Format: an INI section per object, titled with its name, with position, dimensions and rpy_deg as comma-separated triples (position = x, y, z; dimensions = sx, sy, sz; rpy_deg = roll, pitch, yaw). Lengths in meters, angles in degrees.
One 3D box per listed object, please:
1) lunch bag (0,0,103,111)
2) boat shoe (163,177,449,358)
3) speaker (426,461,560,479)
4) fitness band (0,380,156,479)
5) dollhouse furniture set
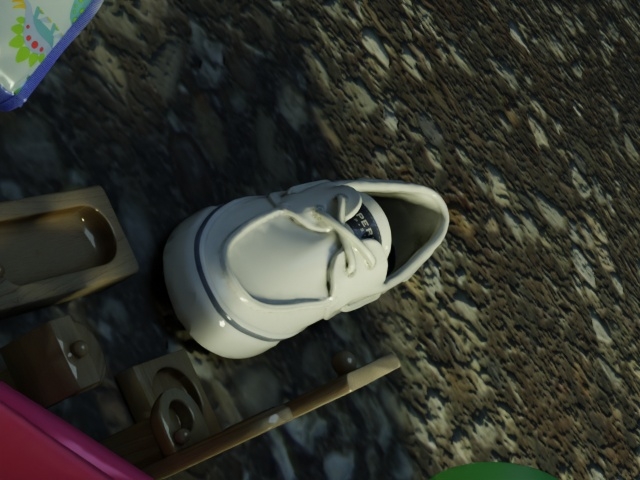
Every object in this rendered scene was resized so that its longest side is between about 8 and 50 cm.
[lunch bag]
position = -0.174, -0.158, 0.735
dimensions = 0.129, 0.096, 0.151
rpy_deg = 43, 48, -37
[boat shoe]
position = 0.000, 0.000, 0.887
dimensions = 0.095, 0.084, 0.258
rpy_deg = 63, 28, 1
[speaker]
position = 0.090, 0.264, 0.768
dimensions = 0.131, 0.131, 0.296
rpy_deg = 45, 32, -29
[fitness band]
position = -0.047, 0.130, 0.550
dimensions = 0.291, 0.054, 0.209
rpy_deg = 32, -6, 15
[dollhouse furniture set]
position = -0.072, 0.030, 0.700
dimensions = 0.144, 0.123, 0.151
rpy_deg = -16, 80, -62
